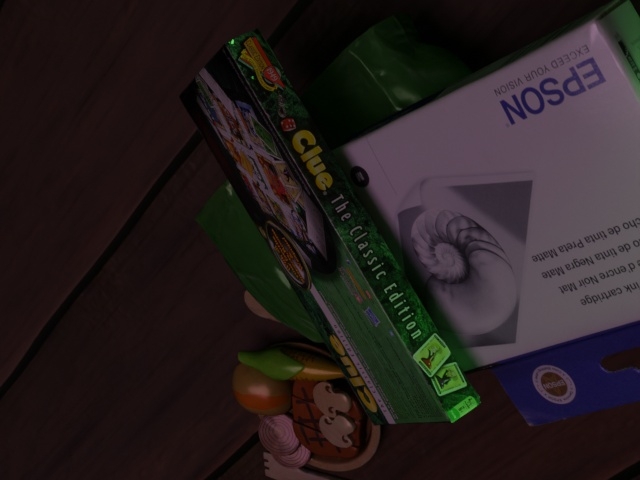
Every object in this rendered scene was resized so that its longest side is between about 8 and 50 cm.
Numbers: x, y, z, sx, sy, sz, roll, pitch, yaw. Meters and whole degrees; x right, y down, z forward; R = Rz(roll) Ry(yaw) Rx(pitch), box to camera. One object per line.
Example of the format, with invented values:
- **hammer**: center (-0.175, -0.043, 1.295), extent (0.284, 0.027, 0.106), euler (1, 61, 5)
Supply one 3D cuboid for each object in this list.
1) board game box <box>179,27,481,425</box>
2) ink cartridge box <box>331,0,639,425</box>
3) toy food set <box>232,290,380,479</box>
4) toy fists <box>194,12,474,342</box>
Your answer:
- **board game box**: center (0.000, 0.000, 0.870), extent (0.260, 0.030, 0.136), euler (59, 159, -3)
- **ink cartridge box**: center (0.134, 0.006, 0.784), extent (0.223, 0.045, 0.224), euler (-25, 100, 47)
- **toy food set**: center (-0.013, 0.139, 1.121), extent (0.132, 0.038, 0.192), euler (12, 124, 28)
- **toy fists**: center (0.030, -0.029, 0.952), extent (0.142, 0.096, 0.279), euler (53, 135, 6)
